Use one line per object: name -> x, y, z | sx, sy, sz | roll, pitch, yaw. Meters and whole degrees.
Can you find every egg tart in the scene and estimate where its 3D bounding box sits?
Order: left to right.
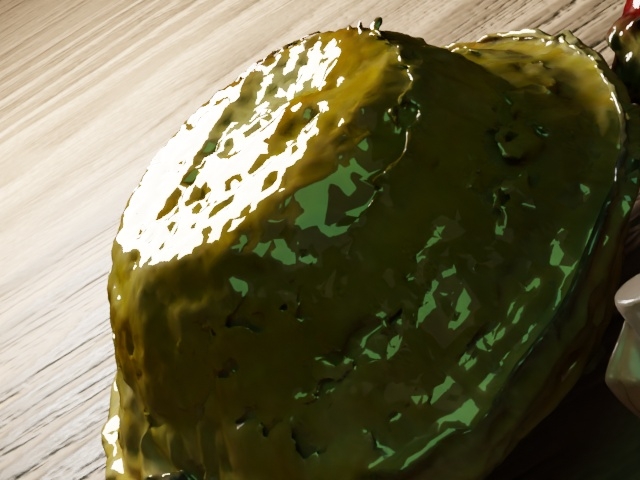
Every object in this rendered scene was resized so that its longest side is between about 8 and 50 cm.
egg tart -> 0.000, 0.000, 0.832 | 0.443, 0.178, 0.443 | -33, 30, 22

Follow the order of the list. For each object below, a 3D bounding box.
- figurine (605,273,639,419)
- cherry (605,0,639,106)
figurine -> 0.260, 0.067, 0.585 | 0.237, 0.141, 0.162 | 14, 58, 49
cherry -> 0.304, -0.162, 0.835 | 0.175, 0.192, 0.250 | 38, 61, 20
